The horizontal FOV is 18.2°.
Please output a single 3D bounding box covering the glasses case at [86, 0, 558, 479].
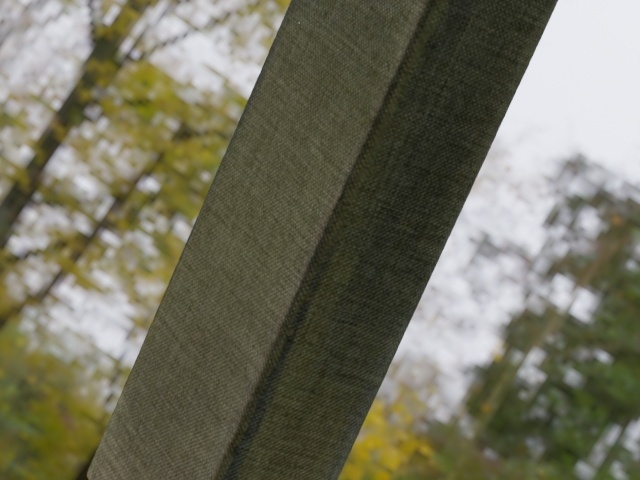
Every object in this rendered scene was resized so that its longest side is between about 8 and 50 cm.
[{"bbox_3d":[0.000,0.000,0.574,0.047,0.205,0.071,15,15,-34],"label":"glasses case"}]
